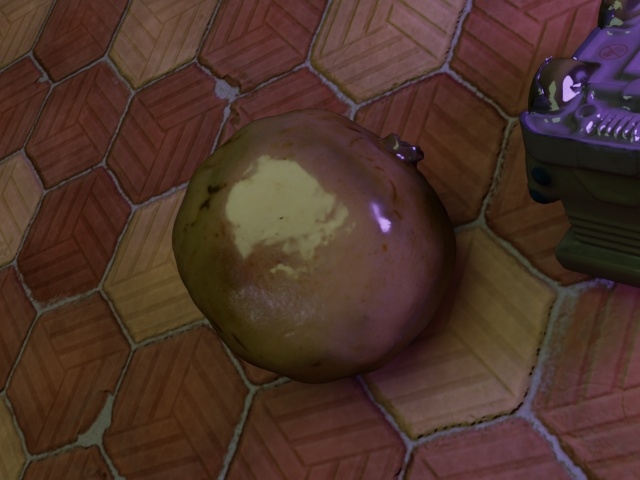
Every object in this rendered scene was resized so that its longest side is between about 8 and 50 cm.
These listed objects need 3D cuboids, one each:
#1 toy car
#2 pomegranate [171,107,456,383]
[{"bbox_3d":[0.385,-0.130,0.931,0.242,0.226,0.336,15,51,39],"label":"toy car"},{"bbox_3d":[0.000,0.000,1.044,0.333,0.332,0.332,-16,60,28],"label":"pomegranate"}]
